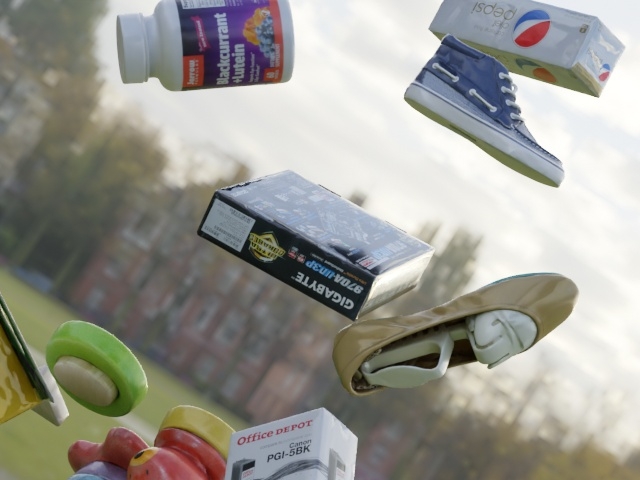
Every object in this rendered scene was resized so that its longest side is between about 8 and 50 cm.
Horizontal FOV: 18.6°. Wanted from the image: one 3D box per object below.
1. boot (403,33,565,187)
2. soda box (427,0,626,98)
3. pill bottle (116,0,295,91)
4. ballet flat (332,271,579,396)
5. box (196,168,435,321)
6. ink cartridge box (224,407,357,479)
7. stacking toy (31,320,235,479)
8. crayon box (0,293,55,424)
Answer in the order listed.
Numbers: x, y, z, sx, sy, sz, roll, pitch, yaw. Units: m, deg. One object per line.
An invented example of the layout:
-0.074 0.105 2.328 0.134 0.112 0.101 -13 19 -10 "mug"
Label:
0.185 -0.135 2.018 0.190 0.086 0.069 32 -6 7 "boot"
0.228 -0.225 2.180 0.216 0.069 0.074 21 -10 43 "soda box"
-0.132 -0.225 2.223 0.193 0.108 0.108 -6 2 -10 "pill bottle"
0.124 0.093 1.760 0.073 0.232 0.080 -91 160 -50 "ballet flat"
0.000 0.000 1.887 0.175 0.051 0.220 29 15 12 "box"
-0.029 0.214 1.600 0.099 0.135 0.056 -19 -45 28 "ink cartridge box"
-0.264 0.256 2.309 0.279 0.130 0.309 44 -38 -7 "stacking toy"
-0.403 0.100 2.160 0.203 0.083 0.323 65 -18 -7 "crayon box"
